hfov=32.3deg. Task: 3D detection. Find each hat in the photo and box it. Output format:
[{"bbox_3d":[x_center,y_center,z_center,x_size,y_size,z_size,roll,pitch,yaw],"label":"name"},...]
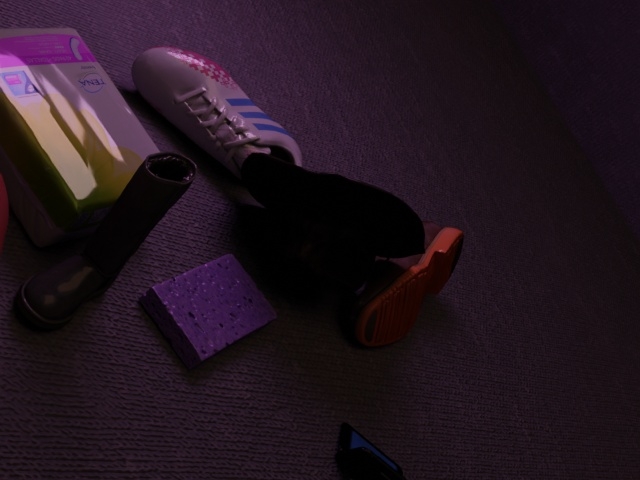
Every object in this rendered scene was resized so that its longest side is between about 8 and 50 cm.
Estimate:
[{"bbox_3d":[0.000,0.000,1.667,0.331,0.331,0.134,32,74,-30],"label":"hat"}]

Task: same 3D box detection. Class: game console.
[{"bbox_3d":[0.087,0.305,1.531,0.122,0.107,0.071,41,57,-15],"label":"game console"}]

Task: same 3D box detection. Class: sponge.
[{"bbox_3d":[-0.147,0.091,1.499,0.117,0.031,0.210,53,27,6],"label":"sponge"}]

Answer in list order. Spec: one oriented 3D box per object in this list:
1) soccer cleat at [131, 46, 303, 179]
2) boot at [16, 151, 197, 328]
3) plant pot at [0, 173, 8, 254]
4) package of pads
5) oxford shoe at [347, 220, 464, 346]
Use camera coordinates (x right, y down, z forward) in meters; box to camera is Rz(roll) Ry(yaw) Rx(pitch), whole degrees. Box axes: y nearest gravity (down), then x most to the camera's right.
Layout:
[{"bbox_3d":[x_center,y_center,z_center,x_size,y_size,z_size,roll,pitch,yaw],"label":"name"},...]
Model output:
[{"bbox_3d":[-0.148,-0.183,1.734,0.331,0.116,0.143,34,20,-30],"label":"soccer cleat"},{"bbox_3d":[-0.243,-0.003,1.285,0.076,0.208,0.189,47,28,-3],"label":"boot"},{"bbox_3d":[-0.413,0.003,1.007,0.275,0.275,0.243,41,20,-15],"label":"plant pot"},{"bbox_3d":[-0.341,-0.141,1.437,0.296,0.101,0.229,55,30,10],"label":"package of pads"},{"bbox_3d":[0.116,0.065,1.857,0.132,0.130,0.363,22,29,20],"label":"oxford shoe"}]
